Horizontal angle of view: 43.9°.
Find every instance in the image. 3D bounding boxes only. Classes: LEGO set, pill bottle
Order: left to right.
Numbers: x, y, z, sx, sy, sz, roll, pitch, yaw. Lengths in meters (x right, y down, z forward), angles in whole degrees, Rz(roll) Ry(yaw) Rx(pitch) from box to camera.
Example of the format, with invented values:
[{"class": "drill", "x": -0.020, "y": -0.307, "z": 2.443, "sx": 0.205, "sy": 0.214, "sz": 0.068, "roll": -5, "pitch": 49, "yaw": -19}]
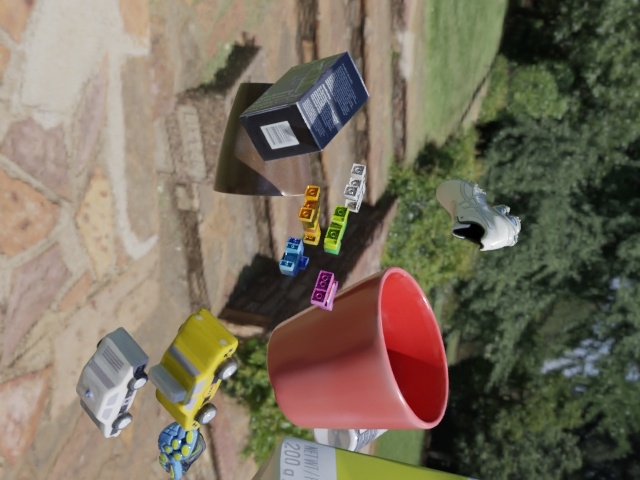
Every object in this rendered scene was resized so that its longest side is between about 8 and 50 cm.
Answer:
[{"class": "LEGO set", "x": 0.000, "y": 0.000, "z": 1.165, "sx": 0.093, "sy": 0.086, "sz": 0.227, "roll": 80, "pitch": 26, "yaw": -61}, {"class": "pill bottle", "x": 0.099, "y": 0.416, "z": 1.898, "sx": 0.245, "sy": 0.130, "sz": 0.131, "roll": -17, "pitch": 118, "yaw": -52}]

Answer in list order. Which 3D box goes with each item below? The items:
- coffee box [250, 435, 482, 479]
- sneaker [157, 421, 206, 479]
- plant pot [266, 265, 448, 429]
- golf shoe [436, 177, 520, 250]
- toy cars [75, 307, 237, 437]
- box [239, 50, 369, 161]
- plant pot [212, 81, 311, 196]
[{"class": "coffee box", "x": 0.059, "y": 0.406, "z": 0.597, "sx": 0.338, "sy": 0.334, "sz": 0.338, "roll": -91, "pitch": -155, "yaw": -48}, {"class": "sneaker", "x": -0.242, "y": 0.357, "z": 1.403, "sx": 0.078, "sy": 0.067, "sz": 0.188, "roll": -44, "pitch": 165, "yaw": -36}, {"class": "plant pot", "x": 0.057, "y": 0.208, "z": 1.375, "sx": 0.275, "sy": 0.243, "sz": 0.275, "roll": 43, "pitch": 38, "yaw": -46}, {"class": "golf shoe", "x": 0.230, "y": -0.042, "z": 1.257, "sx": 0.086, "sy": 0.176, "sz": 0.069, "roll": -23, "pitch": 129, "yaw": -26}, {"class": "toy cars", "x": -0.274, "y": 0.217, "z": 1.209, "sx": 0.087, "sy": 0.393, "sz": 0.177, "roll": -14, "pitch": 89, "yaw": -50}, {"class": "box", "x": -0.028, "y": -0.258, "z": 1.531, "sx": 0.207, "sy": 0.153, "sz": 0.108, "roll": -53, "pitch": 125, "yaw": -40}, {"class": "plant pot", "x": -0.121, "y": -0.220, "z": 1.706, "sx": 0.215, "sy": 0.215, "sz": 0.231, "roll": -30, "pitch": 124, "yaw": -73}]
